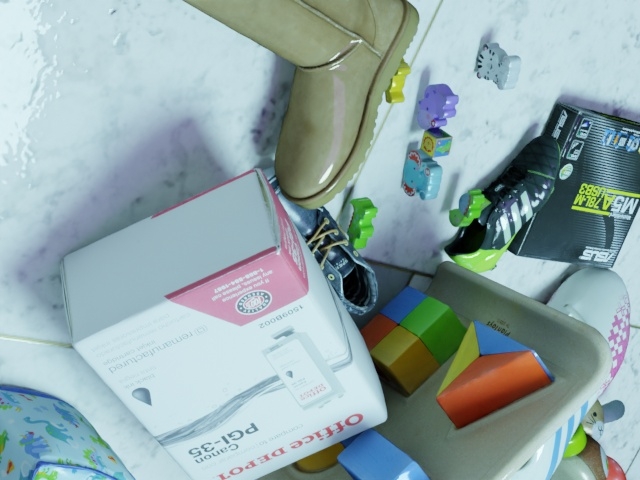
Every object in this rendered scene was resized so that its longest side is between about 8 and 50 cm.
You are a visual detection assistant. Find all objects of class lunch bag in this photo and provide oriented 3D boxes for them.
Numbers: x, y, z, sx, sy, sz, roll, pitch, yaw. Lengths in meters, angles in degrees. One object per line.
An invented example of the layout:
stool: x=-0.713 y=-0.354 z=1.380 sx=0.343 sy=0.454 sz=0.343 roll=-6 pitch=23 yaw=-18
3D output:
lunch bag: x=-0.241 y=0.207 z=1.209 sx=0.151 sy=0.129 sz=0.096 roll=15 pitch=111 yaw=-46

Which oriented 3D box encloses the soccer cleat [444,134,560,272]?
soccer cleat: x=0.207 y=-0.043 z=1.480 sx=0.072 sy=0.060 sz=0.179 roll=22 pitch=103 yaw=-44

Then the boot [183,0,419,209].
boot: x=-0.048 y=-0.179 z=1.164 sx=0.269 sy=0.089 sz=0.236 roll=28 pitch=83 yaw=-47

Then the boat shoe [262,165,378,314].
boat shoe: x=0.000 y=0.000 z=1.314 sx=0.065 sy=0.083 sz=0.183 roll=-45 pitch=136 yaw=-8

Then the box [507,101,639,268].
box: x=0.316 y=-0.061 z=1.570 sx=0.190 sy=0.045 sz=0.184 roll=8 pitch=108 yaw=-42

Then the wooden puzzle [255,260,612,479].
wooden puzzle: x=0.083 y=0.174 z=1.338 sx=0.348 sy=0.322 sz=0.080 roll=-47 pitch=118 yaw=-8

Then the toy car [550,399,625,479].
toy car: x=0.343 y=0.249 z=1.731 sx=0.188 sy=0.149 sz=0.155 roll=-40 pitch=126 yaw=-29

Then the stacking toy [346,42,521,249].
stacking toy: x=0.111 y=-0.102 z=1.372 sx=0.167 sy=0.052 sz=0.221 roll=-9 pitch=123 yaw=-34

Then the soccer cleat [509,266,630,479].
soccer cleat: x=0.277 y=0.162 z=1.580 sx=0.331 sy=0.116 sz=0.143 roll=-63 pitch=144 yaw=-15

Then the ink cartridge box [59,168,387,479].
ink cartridge box: x=-0.082 y=0.096 z=1.234 sx=0.207 sy=0.117 sz=0.283 roll=-25 pitch=135 yaw=6

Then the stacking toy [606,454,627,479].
stacking toy: x=0.441 y=0.422 z=1.926 sx=0.141 sy=0.141 sz=0.330 roll=-45 pitch=132 yaw=-8
